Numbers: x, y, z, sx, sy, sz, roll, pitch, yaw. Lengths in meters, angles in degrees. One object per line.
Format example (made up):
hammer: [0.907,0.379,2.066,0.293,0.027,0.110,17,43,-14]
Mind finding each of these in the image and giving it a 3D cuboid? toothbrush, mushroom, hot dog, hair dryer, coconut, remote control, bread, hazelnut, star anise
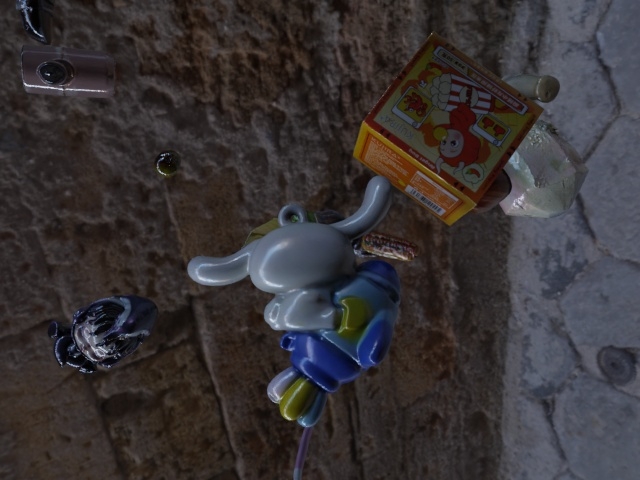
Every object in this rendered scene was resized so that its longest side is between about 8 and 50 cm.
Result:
toothbrush: [-0.037,0.383,0.923,0.286,0.025,0.020,-60,-36,-76]
mushroom: [0.663,-0.493,1.740,0.247,0.108,0.096,36,113,61]
hot dog: [0.155,0.012,1.193,0.144,0.062,0.038,16,135,35]
hair dryer: [-0.521,-0.341,1.109,0.344,0.189,0.106,-137,49,-62]
coconut: [0.709,-0.216,1.777,0.309,0.297,0.297,59,153,19]
remote control: [-0.429,-0.426,0.785,0.090,0.066,0.266,-128,38,-78]
bread: [-0.151,0.050,1.742,0.163,0.264,0.167,30,108,6]
hazelnut: [0.469,-0.171,1.641,0.212,0.181,0.181,-6,116,57]
star anise: [0.070,-0.017,1.397,0.212,0.073,0.197,31,180,5]

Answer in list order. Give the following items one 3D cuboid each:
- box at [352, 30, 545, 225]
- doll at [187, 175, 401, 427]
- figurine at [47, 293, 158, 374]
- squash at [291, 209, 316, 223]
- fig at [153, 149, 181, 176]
box: [0.261,-0.230,1.152,0.283,0.259,0.214,37,172,4]
doll: [0.006,0.108,0.942,0.365,0.376,0.187,67,-166,7]
figurine: [-0.438,0.190,1.123,0.145,0.222,0.145,50,-153,-38]
squash: [0.000,0.000,1.631,0.107,0.107,0.395,59,-175,26]
fig: [-0.477,-0.234,1.672,0.098,0.082,0.084,146,123,-68]
